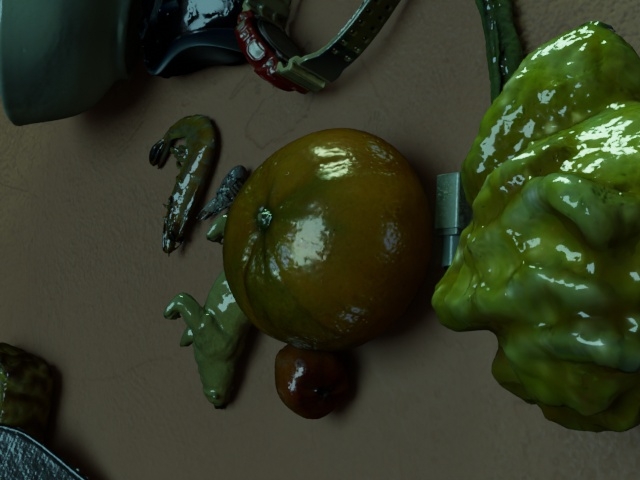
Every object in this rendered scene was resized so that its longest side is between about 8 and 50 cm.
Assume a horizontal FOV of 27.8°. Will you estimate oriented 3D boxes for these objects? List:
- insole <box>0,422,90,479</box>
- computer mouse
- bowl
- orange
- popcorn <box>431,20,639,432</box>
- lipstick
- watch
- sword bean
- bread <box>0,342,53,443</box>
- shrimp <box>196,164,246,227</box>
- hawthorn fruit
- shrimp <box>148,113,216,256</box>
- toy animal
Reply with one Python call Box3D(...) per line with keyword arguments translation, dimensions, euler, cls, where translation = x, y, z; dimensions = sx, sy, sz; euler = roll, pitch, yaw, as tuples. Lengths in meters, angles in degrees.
Box3D(translation=(-0.354, 0.315, 1.634), dimensions=(0.310, 0.012, 0.110), euler=(26, 97, 23), cls="insole")
Box3D(translation=(-0.151, -0.275, 1.571), dimensions=(0.233, 0.096, 0.137), euler=(-15, 72, 41), cls="computer mouse")
Box3D(translation=(-0.308, -0.283, 1.660), dimensions=(0.289, 0.146, 0.289), euler=(-173, 90, -89), cls="bowl")
Box3D(translation=(0.000, 0.000, 1.307), dimensions=(0.240, 0.171, 0.240), euler=(-20, 64, 47), cls="orange")
Box3D(translation=(0.223, -0.011, 1.026), dimensions=(0.321, 0.290, 0.325), euler=(-7, 96, 41), cls="popcorn")
Box3D(translation=(0.132, -0.001, 1.283), dimensions=(0.030, 0.030, 0.129), euler=(-5, 78, 44), cls="lipstick")
Box3D(translation=(0.019, -0.285, 1.421), dimensions=(0.268, 0.102, 0.165), euler=(-52, 49, 14), cls="watch")
Box3D(translation=(0.168, -0.253, 1.297), dimensions=(0.043, 0.038, 0.269), euler=(-15, 70, 16), cls="sword bean")
Box3D(translation=(-0.448, 0.253, 1.756), dimensions=(0.181, 0.096, 0.222), euler=(12, 92, 44), cls="bread")
Box3D(translation=(-0.112, -0.048, 1.538), dimensions=(0.092, 0.029, 0.038), euler=(-52, 59, 31), cls="shrimp")
Box3D(translation=(-0.015, 0.142, 1.370), dimensions=(0.093, 0.081, 0.081), euler=(37, 108, 56), cls="hawthorn fruit")
Box3D(translation=(-0.185, -0.075, 1.609), dimensions=(0.124, 0.034, 0.178), euler=(21, 95, 48), cls="shrimp")
Box3D(translation=(-0.107, 0.083, 1.473), dimensions=(0.101, 0.103, 0.218), euler=(34, 103, 18), cls="toy animal")
